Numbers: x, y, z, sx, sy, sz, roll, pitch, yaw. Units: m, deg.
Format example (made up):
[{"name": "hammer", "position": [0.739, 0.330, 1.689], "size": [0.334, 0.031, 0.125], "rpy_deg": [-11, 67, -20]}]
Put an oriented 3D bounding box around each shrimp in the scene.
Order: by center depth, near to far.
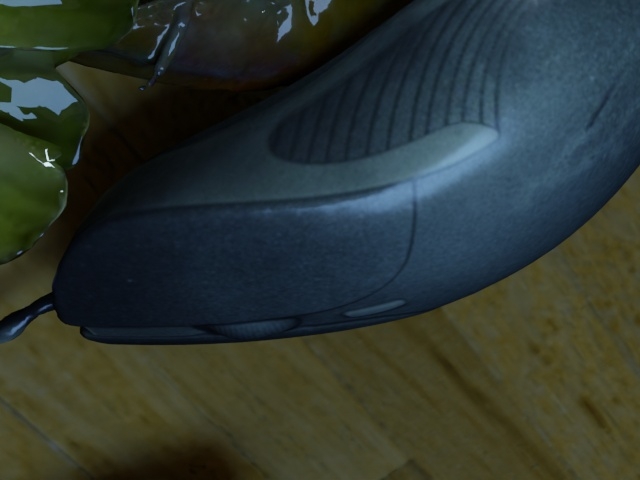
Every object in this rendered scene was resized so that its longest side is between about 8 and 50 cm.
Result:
[{"name": "shrimp", "position": [-0.052, -0.108, 0.703], "size": [0.248, 0.068, 0.150], "rpy_deg": [-12, 140, -21]}]

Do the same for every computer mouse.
[{"name": "computer mouse", "position": [0.000, 0.000, 0.790], "size": [0.379, 0.090, 0.167], "rpy_deg": [-27, 156, 7]}]

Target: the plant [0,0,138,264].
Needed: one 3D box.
[{"name": "plant", "position": [-0.200, -0.050, 0.558], "size": [0.306, 0.297, 0.261], "rpy_deg": [-21, 146, -14]}]
